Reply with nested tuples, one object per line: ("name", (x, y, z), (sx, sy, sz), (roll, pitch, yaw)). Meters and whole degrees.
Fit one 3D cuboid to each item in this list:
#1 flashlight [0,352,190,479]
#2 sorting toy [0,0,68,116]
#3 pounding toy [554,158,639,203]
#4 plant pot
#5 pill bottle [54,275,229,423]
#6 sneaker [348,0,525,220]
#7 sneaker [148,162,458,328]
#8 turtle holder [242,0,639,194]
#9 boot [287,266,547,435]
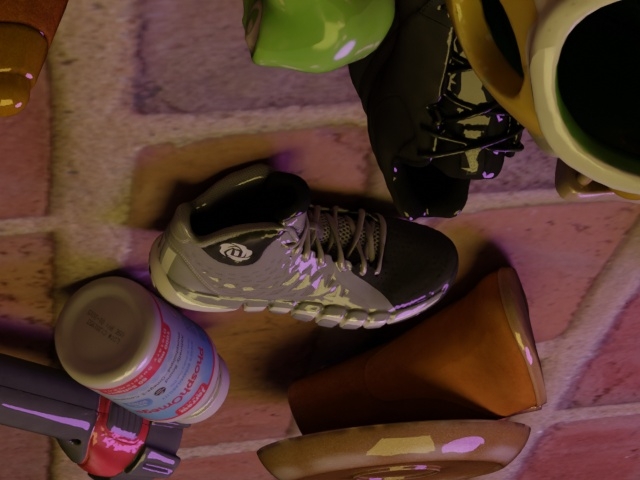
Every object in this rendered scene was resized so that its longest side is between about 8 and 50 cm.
("flashlight", (-0.243, 0.123, 1.543), (0.304, 0.103, 0.103), (20, 117, -42))
("sorting toy", (-0.082, -0.167, 0.912), (0.127, 0.126, 0.365), (14, 148, -41))
("pounding toy", (0.266, -0.035, 1.292), (0.270, 0.154, 0.155), (5, 152, -27))
("plant pot", (0.064, 0.187, 1.667), (0.236, 0.032, 0.236), (-4, 166, -1))
("pill bottle", (-0.133, 0.091, 1.511), (0.087, 0.087, 0.160), (-17, 155, 17))
("sneaker", (0.086, -0.109, 1.097), (0.109, 0.130, 0.286), (-4, 154, -7))
("sneaker", (0.000, 0.000, 1.364), (0.229, 0.086, 0.132), (-2, 153, -14))
("turtle holder", (0.142, -0.143, 0.845), (0.320, 0.227, 0.243), (20, 136, -1))
("boot", (0.076, 0.113, 1.615), (0.211, 0.104, 0.295), (-11, 160, 3))
